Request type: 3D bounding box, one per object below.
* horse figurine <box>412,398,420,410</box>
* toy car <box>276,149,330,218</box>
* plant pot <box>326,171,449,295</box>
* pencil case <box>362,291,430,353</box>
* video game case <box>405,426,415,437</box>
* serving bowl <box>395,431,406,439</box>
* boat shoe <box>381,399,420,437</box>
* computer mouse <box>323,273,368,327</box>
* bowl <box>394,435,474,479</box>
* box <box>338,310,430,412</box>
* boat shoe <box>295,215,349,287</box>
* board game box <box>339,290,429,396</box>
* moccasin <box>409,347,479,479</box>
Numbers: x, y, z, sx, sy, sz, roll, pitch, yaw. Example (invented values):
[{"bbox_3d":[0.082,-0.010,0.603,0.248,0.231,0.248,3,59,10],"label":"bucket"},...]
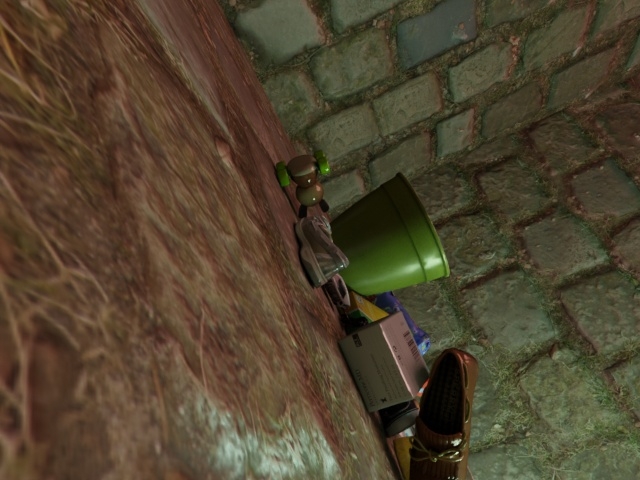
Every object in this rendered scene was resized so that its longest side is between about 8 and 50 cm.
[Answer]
[{"bbox_3d":[0.368,0.668,1.719,0.264,0.066,0.174,62,-1,-9],"label":"horse figurine"},{"bbox_3d":[-0.038,-0.164,1.429,0.149,0.154,0.189,-106,180,-63],"label":"toy car"},{"bbox_3d":[0.170,0.023,1.474,0.367,0.352,0.366,64,5,-10],"label":"plant pot"},{"bbox_3d":[0.272,0.293,1.657,0.306,0.133,0.119,53,-3,32],"label":"pencil case"},{"bbox_3d":[0.296,0.640,1.658,0.329,0.036,0.300,-75,140,-83],"label":"video game case"},{"bbox_3d":[0.236,0.574,1.361,0.083,0.027,0.084,-25,90,-87],"label":"serving bowl"},{"bbox_3d":[0.212,0.453,1.239,0.102,0.108,0.301,60,5,18],"label":"boat shoe"},{"bbox_3d":[0.060,0.153,1.255,0.106,0.042,0.193,-15,-78,61],"label":"computer mouse"},{"bbox_3d":[0.323,0.640,1.196,0.289,0.155,0.290,-24,90,-85],"label":"bowl"},{"bbox_3d":[0.158,0.285,1.099,0.181,0.119,0.181,-5,69,-64],"label":"box"},{"bbox_3d":[0.004,0.012,1.174,0.320,0.103,0.118,-102,167,-70],"label":"boat shoe"},{"bbox_3d":[0.200,0.317,1.391,0.316,0.064,0.242,35,24,-38],"label":"board game box"},{"bbox_3d":[0.276,0.436,1.032,0.139,0.381,0.147,15,-7,36],"label":"moccasin"}]
